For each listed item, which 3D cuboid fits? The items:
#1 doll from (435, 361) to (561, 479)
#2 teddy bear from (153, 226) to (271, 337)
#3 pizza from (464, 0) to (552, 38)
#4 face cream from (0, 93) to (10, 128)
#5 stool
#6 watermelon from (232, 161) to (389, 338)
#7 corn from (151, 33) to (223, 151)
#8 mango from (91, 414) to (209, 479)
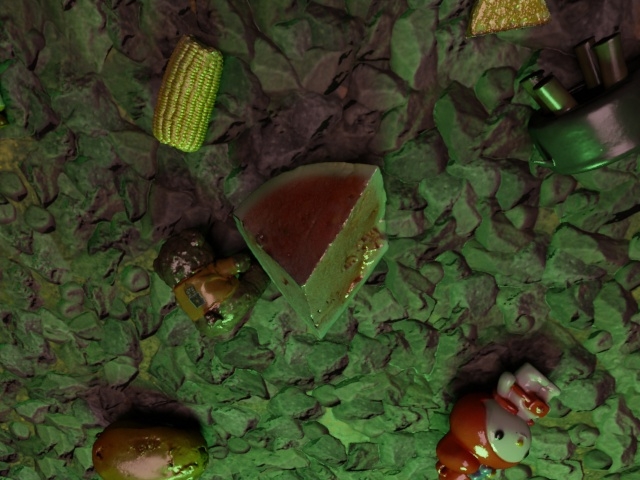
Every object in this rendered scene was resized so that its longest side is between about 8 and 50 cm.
[{"bbox_3d":[0.314,0.354,0.857,0.161,0.130,0.290,37,99,-24],"label":"doll"},{"bbox_3d":[-0.202,0.072,0.800,0.177,0.140,0.190,-39,96,24],"label":"teddy bear"},{"bbox_3d":[0.262,-0.316,0.624,0.108,0.026,0.123,26,112,-8],"label":"pizza"},{"bbox_3d":[-0.565,-0.265,0.733,0.072,0.051,0.182,-13,113,8],"label":"face cream"},{"bbox_3d":[0.368,-0.192,0.614,0.228,0.153,0.139,-41,104,-23],"label":"stool"},{"bbox_3d":[0.000,0.000,0.726,0.256,0.176,0.260,40,90,-19],"label":"watermelon"},{"bbox_3d":[-0.201,-0.221,0.702,0.085,0.063,0.165,29,113,4],"label":"corn"},{"bbox_3d":[-0.365,0.461,0.993,0.248,0.151,0.156,4,146,-1],"label":"mango"}]
